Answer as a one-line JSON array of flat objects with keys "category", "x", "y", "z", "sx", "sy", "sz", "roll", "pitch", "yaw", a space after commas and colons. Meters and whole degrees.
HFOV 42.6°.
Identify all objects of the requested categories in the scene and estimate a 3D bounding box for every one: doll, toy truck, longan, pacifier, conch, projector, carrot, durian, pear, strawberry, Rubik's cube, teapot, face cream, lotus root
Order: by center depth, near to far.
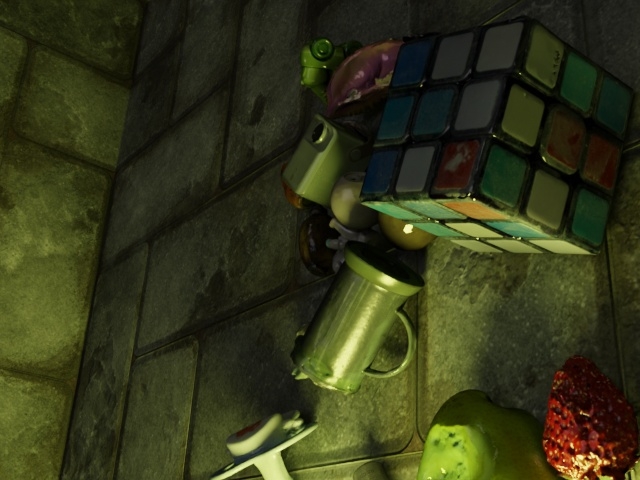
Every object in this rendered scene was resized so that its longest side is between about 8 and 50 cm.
[{"category": "strawberry", "x": 0.450, "y": 0.294, "z": 1.381, "sx": 0.174, "sy": 0.098, "sz": 0.228, "roll": -18, "pitch": 59, "yaw": 49}, {"category": "pear", "x": 0.290, "y": 0.398, "z": 1.504, "sx": 0.292, "sy": 0.159, "sz": 0.293, "roll": -35, "pitch": 43, "yaw": 41}, {"category": "Rubik's cube", "x": 0.334, "y": -0.178, "z": 1.579, "sx": 0.362, "sy": 0.363, "sz": 0.359, "roll": 0, "pitch": 70, "yaw": 54}, {"category": "face cream", "x": 0.145, "y": 0.584, "z": 1.681, "sx": 0.073, "sy": 0.073, "sz": 0.284, "roll": -54, "pitch": 36, "yaw": 21}, {"category": "longan", "x": 0.210, "y": -0.068, "z": 1.882, "sx": 0.204, "sy": 0.159, "sz": 0.185, "roll": -51, "pitch": -22, "yaw": -75}, {"category": "teapot", "x": 0.094, "y": 0.205, "z": 1.882, "sx": 0.270, "sy": 0.200, "sz": 0.337, "roll": 35, "pitch": 105, "yaw": 25}, {"category": "doll", "x": 0.090, "y": -0.018, "z": 1.993, "sx": 0.151, "sy": 0.150, "sz": 0.287, "roll": 37, "pitch": 129, "yaw": 56}, {"category": "pacifier", "x": -0.112, "y": 0.552, "z": 2.000, "sx": 0.299, "sy": 0.244, "sz": 0.233, "roll": -28, "pitch": 79, "yaw": 16}, {"category": "conch", "x": -0.017, "y": 0.270, "z": 2.065, "sx": 0.116, "sy": 0.105, "sz": 0.173, "roll": 119, "pitch": 165, "yaw": -67}, {"category": "lotus root", "x": 0.000, "y": 0.000, "z": 2.178, "sx": 0.120, "sy": 0.120, "sz": 0.210, "roll": -29, "pitch": 53, "yaw": 45}, {"category": "projector", "x": 0.035, "y": -0.214, "z": 2.187, "sx": 0.243, "sy": 0.177, "sz": 0.163, "roll": -58, "pitch": 36, "yaw": 15}, {"category": "durian", "x": 0.159, "y": -0.438, "z": 2.196, "sx": 0.341, "sy": 0.112, "sz": 0.191, "roll": -23, "pitch": 46, "yaw": 35}, {"category": "toy truck", "x": 0.021, "y": -0.484, "z": 2.344, "sx": 0.211, "sy": 0.187, "sz": 0.148, "roll": -67, "pitch": 16, "yaw": 6}, {"category": "carrot", "x": -0.071, "y": -0.156, "z": 2.394, "sx": 0.087, "sy": 0.087, "sz": 0.193, "roll": -58, "pitch": 33, "yaw": 16}]
